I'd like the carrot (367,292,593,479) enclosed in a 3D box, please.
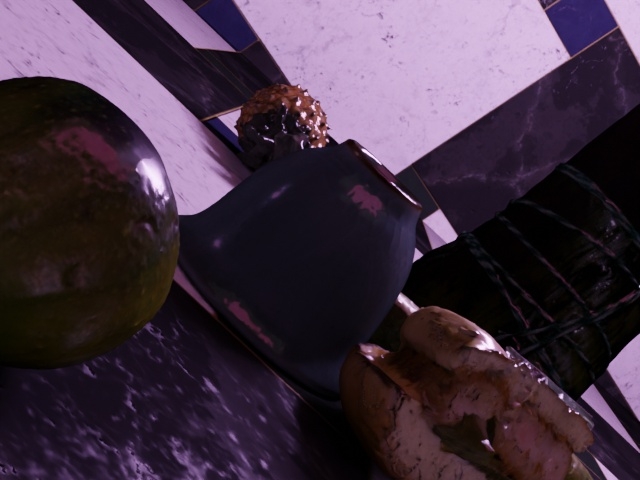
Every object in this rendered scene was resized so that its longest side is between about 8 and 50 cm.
[{"bbox_3d":[0.120,0.130,0.973,0.358,0.074,0.074,46,8,-7],"label":"carrot"}]

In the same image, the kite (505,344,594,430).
[{"bbox_3d":[0.239,0.222,1.103,0.229,0.012,0.250,-24,87,-54],"label":"kite"}]

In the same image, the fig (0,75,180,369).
[{"bbox_3d":[-0.132,0.004,0.431,0.123,0.123,0.156,45,47,10],"label":"fig"}]

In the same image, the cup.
[{"bbox_3d":[0.000,0.000,0.845,0.199,0.150,0.199,42,9,-8],"label":"cup"}]

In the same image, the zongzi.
[{"bbox_3d":[0.287,0.010,1.263,0.319,0.383,0.362,48,-27,43],"label":"zongzi"}]

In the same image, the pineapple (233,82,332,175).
[{"bbox_3d":[-0.047,-0.118,1.328,0.128,0.128,0.248,42,13,-13],"label":"pineapple"}]

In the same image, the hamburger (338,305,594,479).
[{"bbox_3d":[0.098,0.132,0.817,0.131,0.124,0.262,31,-6,40],"label":"hamburger"}]
